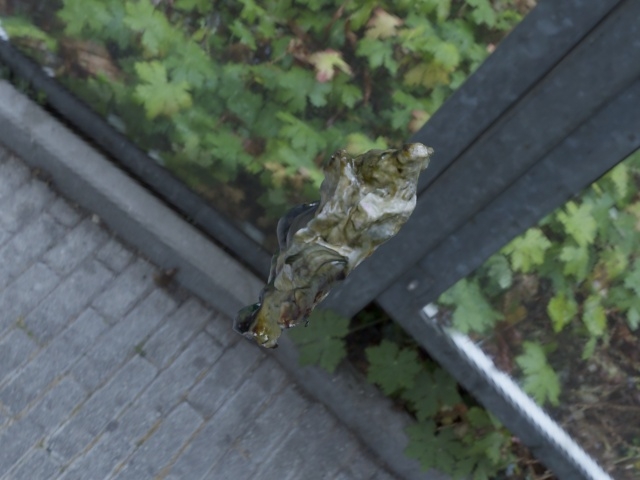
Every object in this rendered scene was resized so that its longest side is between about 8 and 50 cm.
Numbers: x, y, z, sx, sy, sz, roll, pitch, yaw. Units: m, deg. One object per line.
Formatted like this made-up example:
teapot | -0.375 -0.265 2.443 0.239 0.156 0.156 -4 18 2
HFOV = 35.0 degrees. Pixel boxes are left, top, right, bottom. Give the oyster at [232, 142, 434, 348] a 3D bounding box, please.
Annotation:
oyster | 0.003 -0.001 1.128 0.096 0.361 0.221 31 65 -9
